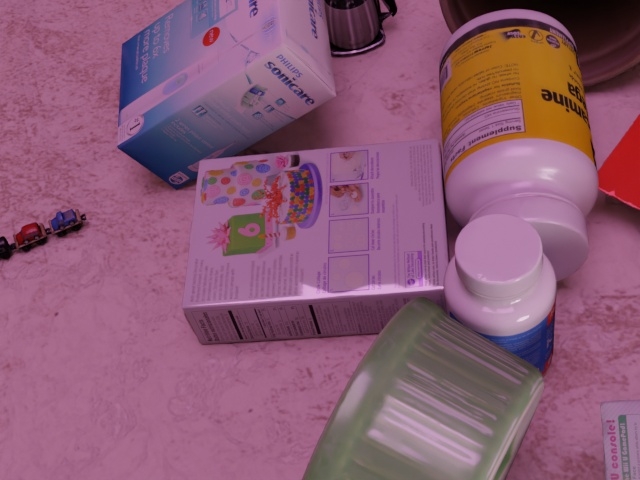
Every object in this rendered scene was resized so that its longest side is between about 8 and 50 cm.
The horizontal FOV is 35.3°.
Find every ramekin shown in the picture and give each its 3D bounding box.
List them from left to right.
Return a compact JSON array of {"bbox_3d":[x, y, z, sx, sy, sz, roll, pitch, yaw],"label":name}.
[{"bbox_3d":[0.102,0.223,1.004,0.148,0.303,0.303,25,63,18],"label":"ramekin"}]

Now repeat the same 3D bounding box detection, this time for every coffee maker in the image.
[{"bbox_3d":[0.025,-0.399,1.530,0.120,0.178,0.171,-32,55,-13],"label":"coffee maker"}]

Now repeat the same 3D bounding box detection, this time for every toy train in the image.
[{"bbox_3d":[-0.409,-0.009,1.426,0.158,0.036,0.027,-22,54,-5],"label":"toy train"}]

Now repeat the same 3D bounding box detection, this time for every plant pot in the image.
[{"bbox_3d":[0.338,-0.422,1.435,0.323,0.323,0.280,0,39,11],"label":"plant pot"}]

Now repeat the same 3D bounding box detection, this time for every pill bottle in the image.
[{"bbox_3d":[0.202,0.072,1.131,0.124,0.221,0.124,-5,55,7],"label":"pill bottle"},{"bbox_3d":[0.250,-0.117,1.279,0.187,0.188,0.334,-4,55,8],"label":"pill bottle"}]

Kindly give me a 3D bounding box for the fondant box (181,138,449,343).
[{"bbox_3d":[0.000,0.000,1.303,0.330,0.096,0.238,-4,54,8],"label":"fondant box"}]

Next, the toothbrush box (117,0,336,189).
[{"bbox_3d":[-0.136,-0.242,1.414,0.295,0.126,0.216,-26,49,26],"label":"toothbrush box"}]

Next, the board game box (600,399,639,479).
[{"bbox_3d":[0.429,0.259,0.943,0.303,0.097,0.224,-6,74,25],"label":"board game box"}]

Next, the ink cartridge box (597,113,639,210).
[{"bbox_3d":[0.574,-0.115,1.216,0.385,0.091,0.308,29,65,26],"label":"ink cartridge box"}]
